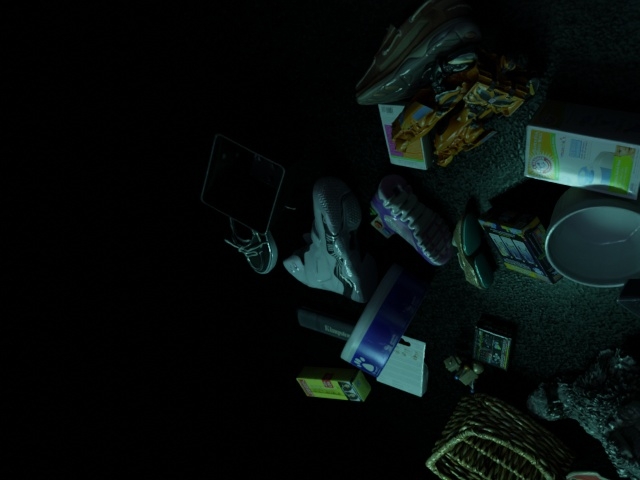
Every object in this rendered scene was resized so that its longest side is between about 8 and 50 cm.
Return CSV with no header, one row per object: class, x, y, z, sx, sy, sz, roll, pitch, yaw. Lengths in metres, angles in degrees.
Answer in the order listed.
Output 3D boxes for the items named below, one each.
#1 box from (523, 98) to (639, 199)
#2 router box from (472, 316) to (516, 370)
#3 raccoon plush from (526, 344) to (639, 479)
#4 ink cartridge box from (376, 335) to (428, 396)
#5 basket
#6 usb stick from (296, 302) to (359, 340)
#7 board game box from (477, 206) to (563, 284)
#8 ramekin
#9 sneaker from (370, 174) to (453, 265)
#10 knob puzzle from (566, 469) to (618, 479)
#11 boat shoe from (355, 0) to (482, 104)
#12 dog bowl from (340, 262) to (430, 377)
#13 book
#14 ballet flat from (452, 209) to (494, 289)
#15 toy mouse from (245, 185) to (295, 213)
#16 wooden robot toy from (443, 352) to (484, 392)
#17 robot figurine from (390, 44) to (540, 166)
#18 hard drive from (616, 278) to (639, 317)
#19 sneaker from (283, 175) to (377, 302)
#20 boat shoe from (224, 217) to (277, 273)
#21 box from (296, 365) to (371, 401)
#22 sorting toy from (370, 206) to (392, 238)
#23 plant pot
box,0.475,-0.164,1.287,0.203,0.103,0.114,17,135,27
router box,0.424,0.253,1.777,0.092,0.038,0.122,19,137,25
raccoon plush,0.612,0.434,1.590,0.216,0.299,0.446,40,142,0
ink cartridge box,0.229,0.332,2.023,0.145,0.045,0.179,15,117,29
basket,0.461,0.555,1.833,0.299,0.223,0.213,36,161,-2
usb stick,0.054,0.243,2.052,0.278,0.045,0.077,14,121,30
board game box,0.411,0.007,1.484,0.141,0.048,0.170,54,172,-18
ramekin,0.526,-0.020,1.350,0.207,0.109,0.207,11,136,11
sneaker,0.201,-0.038,1.648,0.236,0.095,0.104,49,147,-4
knob puzzle,0.731,0.683,1.946,0.213,0.030,0.213,22,138,21
boat shoe,0.171,-0.355,1.362,0.324,0.123,0.116,-28,73,52
dog bowl,0.158,0.193,1.755,0.104,0.265,0.265,30,140,9
book,0.178,-0.223,1.530,0.096,0.035,0.144,12,133,35
ballet flat,0.326,0.021,1.616,0.067,0.073,0.206,14,133,49
toy mouse,-0.131,-0.092,1.842,0.143,0.161,0.031,19,113,-29
wooden robot toy,0.381,0.322,1.868,0.079,0.076,0.173,-36,132,13
robot figurine,0.265,-0.245,1.346,0.211,0.085,0.291,14,154,-21
hard drive,0.672,0.118,1.342,0.172,0.054,0.255,-7,158,43
sneaker,0.000,0.000,1.798,0.210,0.137,0.366,5,133,32
boat shoe,-0.193,-0.013,1.968,0.113,0.105,0.306,21,137,22
box,0.039,0.441,2.249,0.232,0.058,0.087,-4,125,41
sorting toy,0.143,-0.044,1.741,0.083,0.012,0.062,41,142,-1
plant pot,-0.146,-0.158,1.724,0.187,0.167,0.188,28,124,14
